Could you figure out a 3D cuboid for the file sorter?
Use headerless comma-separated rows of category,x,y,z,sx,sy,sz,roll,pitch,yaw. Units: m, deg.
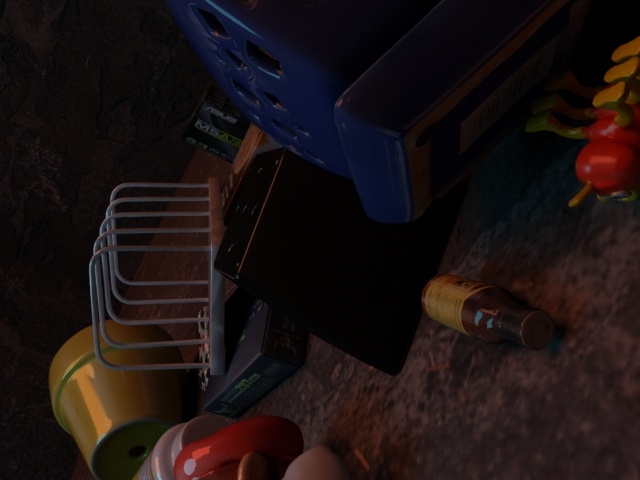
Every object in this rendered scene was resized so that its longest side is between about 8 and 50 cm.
file sorter,-0.227,0.041,0.977,0.278,0.173,0.193,-114,26,-65

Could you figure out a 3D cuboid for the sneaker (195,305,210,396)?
sneaker,-0.156,0.183,1.073,0.068,0.071,0.170,133,136,-54

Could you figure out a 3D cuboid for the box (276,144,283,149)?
box,-0.041,-0.058,0.951,0.244,0.100,0.060,-54,22,35

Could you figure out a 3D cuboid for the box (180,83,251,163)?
box,-0.161,-0.207,1.310,0.184,0.190,0.045,-27,42,62

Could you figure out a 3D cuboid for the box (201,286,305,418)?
box,-0.088,0.126,0.942,0.233,0.059,0.184,-48,28,49

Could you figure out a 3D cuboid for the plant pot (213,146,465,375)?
plant pot,0.000,0.000,0.666,0.188,0.166,0.188,-69,17,-3

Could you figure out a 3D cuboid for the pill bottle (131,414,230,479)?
pill bottle,-0.186,0.324,0.904,0.215,0.117,0.117,-54,23,37

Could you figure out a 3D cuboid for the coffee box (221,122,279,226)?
coffee box,-0.086,-0.139,1.166,0.247,0.098,0.141,-63,19,15

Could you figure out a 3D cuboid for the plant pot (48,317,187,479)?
plant pot,-0.359,0.312,1.245,0.254,0.254,0.239,-62,35,18

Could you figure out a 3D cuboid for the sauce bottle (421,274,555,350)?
sauce bottle,0.117,0.051,0.479,0.042,0.042,0.128,-69,21,-2

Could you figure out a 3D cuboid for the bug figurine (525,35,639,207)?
bug figurine,0.222,-0.112,0.312,0.216,0.072,0.279,-64,13,-7

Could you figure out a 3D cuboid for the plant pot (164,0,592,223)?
plant pot,0.052,-0.159,0.481,0.236,0.212,0.236,-43,-19,-4

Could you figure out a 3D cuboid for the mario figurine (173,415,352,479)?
mario figurine,-0.049,0.289,0.549,0.198,0.170,0.321,-16,33,22
